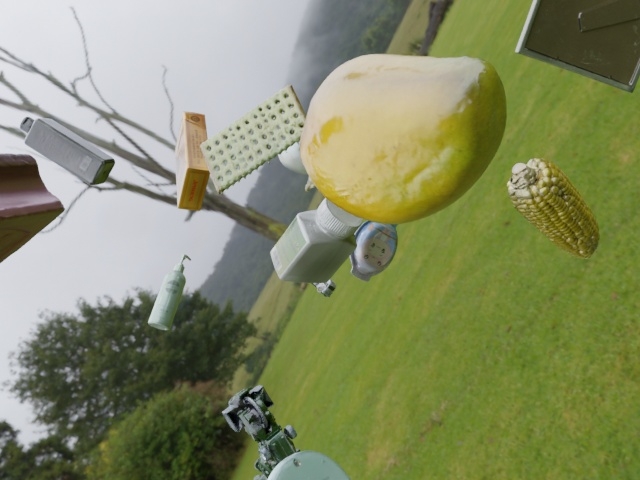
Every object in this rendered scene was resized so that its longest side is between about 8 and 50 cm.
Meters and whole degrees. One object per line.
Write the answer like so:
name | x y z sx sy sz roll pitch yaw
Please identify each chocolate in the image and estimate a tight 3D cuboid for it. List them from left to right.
chocolate | -0.050 -0.261 1.643 0.221 0.221 0.147 -82 18 -85

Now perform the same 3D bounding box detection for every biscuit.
biscuit | -0.132 -0.203 1.184 0.231 0.139 0.016 -31 -28 12

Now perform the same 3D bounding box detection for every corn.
corn | 0.546 -0.073 1.372 0.130 0.347 0.130 -32 40 31

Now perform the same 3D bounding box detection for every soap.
soap | -0.575 -0.016 0.852 0.233 0.128 0.359 -34 2 13

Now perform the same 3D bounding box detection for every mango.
mango | 0.071 -0.103 0.604 0.119 0.177 0.317 -29 10 -26

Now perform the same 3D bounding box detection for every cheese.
cheese | 0.148 -0.016 1.455 0.052 0.135 0.245 23 86 59

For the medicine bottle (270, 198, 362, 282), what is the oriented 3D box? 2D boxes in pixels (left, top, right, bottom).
medicine bottle | 0.000 0.000 1.206 0.188 0.132 0.088 -51 46 36

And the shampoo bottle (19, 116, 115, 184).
shampoo bottle | -0.668 -0.242 1.550 0.080 0.246 0.079 -57 3 10

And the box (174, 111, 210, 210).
box | -0.404 -0.251 1.859 0.174 0.076 0.274 118 149 -42

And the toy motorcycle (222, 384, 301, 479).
toy motorcycle | -0.117 0.445 1.309 0.124 0.275 0.187 -32 7 -28

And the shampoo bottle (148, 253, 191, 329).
shampoo bottle | -0.367 0.121 1.460 0.056 0.056 0.195 116 168 -66

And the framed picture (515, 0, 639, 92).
framed picture | 0.555 -0.443 1.200 0.016 0.289 0.213 -124 48 -69

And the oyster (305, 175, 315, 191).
oyster | 0.002 -0.199 1.443 0.146 0.045 0.122 124 155 -62

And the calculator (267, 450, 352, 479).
calculator | 0.018 0.437 0.810 0.184 0.295 0.042 -14 -16 -46

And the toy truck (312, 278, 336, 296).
toy truck | 0.000 0.126 1.917 0.063 0.123 0.052 -49 -41 2
